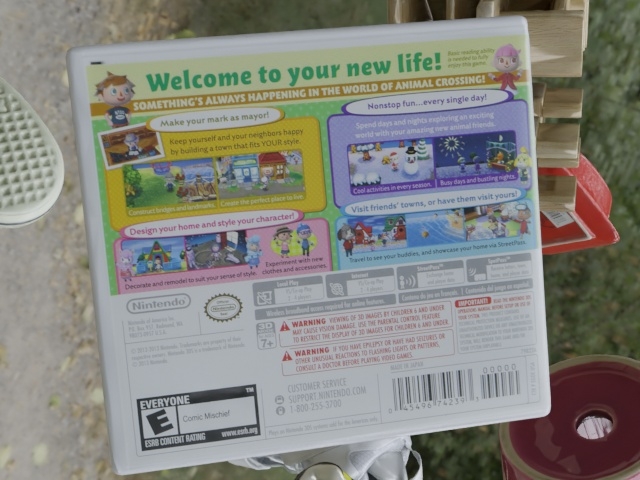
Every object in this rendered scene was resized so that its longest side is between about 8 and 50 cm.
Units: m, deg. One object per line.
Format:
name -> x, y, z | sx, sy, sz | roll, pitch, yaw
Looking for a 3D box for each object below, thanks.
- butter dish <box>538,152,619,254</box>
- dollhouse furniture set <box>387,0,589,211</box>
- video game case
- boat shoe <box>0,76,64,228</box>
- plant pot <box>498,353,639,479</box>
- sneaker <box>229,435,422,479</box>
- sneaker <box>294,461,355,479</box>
butter dish -> 0.326, -0.072, 1.401 | 0.160, 0.160, 0.118 | -13, -145, 56
dollhouse furniture set -> 0.111, -0.165, 0.749 | 0.242, 0.161, 0.212 | -60, 150, -60
video game case -> 0.000, 0.000, 0.480 | 0.023, 0.212, 0.193 | -151, -125, -79
boat shoe -> -0.517, -0.143, 1.217 | 0.156, 0.500, 0.187 | 95, 21, -60
plant pot -> 0.221, 0.193, 0.776 | 0.201, 0.201, 0.180 | -53, 131, -37
sneaker -> -0.049, 0.253, 1.246 | 0.137, 0.365, 0.210 | 50, 23, -54
sneaker -> 0.045, 0.359, 0.885 | 0.145, 0.385, 0.147 | -25, 130, -10
